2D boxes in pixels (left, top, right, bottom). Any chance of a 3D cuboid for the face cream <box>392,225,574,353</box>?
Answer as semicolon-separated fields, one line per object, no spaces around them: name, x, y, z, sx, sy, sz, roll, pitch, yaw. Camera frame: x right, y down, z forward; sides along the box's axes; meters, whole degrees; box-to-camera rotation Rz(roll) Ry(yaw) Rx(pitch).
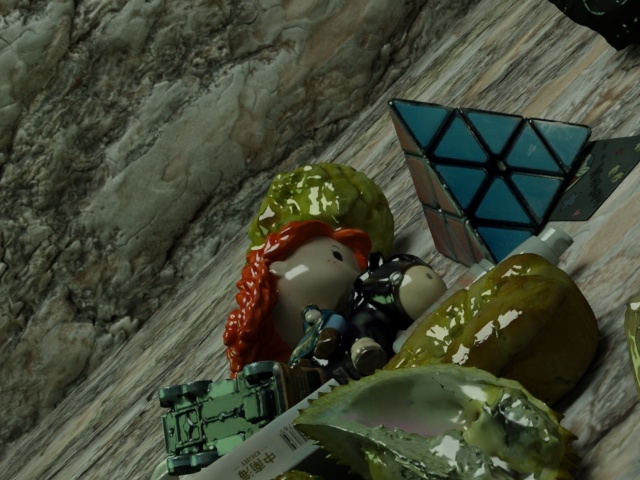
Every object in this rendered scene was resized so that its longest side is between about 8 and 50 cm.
face cream;0.208;0.077;1.665;0.252;0.101;0.101;-44;13;-2

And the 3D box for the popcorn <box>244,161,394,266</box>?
popcorn;0.000;0.000;2.294;0.270;0.224;0.257;-13;49;51

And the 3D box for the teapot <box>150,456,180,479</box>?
teapot;-0.267;0.433;1.924;0.298;0.139;0.204;-42;16;9

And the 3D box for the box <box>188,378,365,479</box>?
box;-0.054;0.278;1.509;0.243;0.155;0.067;-35;53;-16

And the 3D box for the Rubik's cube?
Rubik's cube;0.229;-0.073;1.956;0.228;0.228;0.233;12;8;32

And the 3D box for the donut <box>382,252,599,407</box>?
donut;0.184;0.132;1.506;0.261;0.128;0.208;-39;13;20

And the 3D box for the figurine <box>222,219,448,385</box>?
figurine;0.016;0.118;1.898;0.412;0.241;0.306;8;71;63

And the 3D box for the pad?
pad;0.367;-0.088;1.912;0.170;0.006;0.245;-46;12;-12

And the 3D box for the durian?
durian;0.138;0.206;1.316;0.306;0.166;0.172;28;89;38

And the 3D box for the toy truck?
toy truck;-0.093;0.218;1.664;0.257;0.108;0.140;-22;-19;40

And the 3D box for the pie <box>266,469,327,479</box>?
pie;-0.042;0.404;1.247;0.395;0.180;0.418;-45;18;-2

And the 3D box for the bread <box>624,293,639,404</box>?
bread;0.369;0.100;1.001;0.236;0.183;0.388;-29;6;-3

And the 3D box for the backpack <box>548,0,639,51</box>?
backpack;0.561;-0.498;2.069;0.363;0.255;0.445;-51;0;-30
